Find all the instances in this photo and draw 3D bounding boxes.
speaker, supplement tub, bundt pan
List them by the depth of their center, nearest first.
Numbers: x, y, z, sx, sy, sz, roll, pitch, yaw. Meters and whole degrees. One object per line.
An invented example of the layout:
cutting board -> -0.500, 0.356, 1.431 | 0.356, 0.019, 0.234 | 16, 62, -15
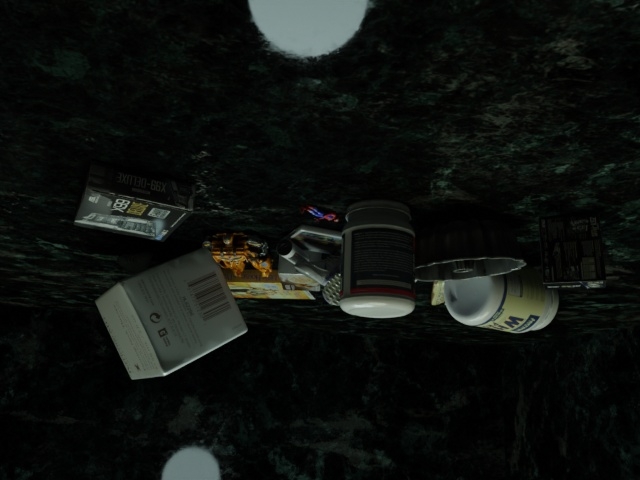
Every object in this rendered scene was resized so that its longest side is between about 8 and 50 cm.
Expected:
supplement tub -> 0.146, 0.050, 1.427 | 0.191, 0.272, 0.191 | 3, 163, 1
bundt pan -> 0.383, 0.025, 1.529 | 0.330, 0.124, 0.331 | -4, 166, -1
speaker -> -0.084, 0.040, 1.728 | 0.055, 0.055, 0.136 | -4, 161, 21
supplement tub -> 0.595, 0.177, 1.832 | 0.324, 0.236, 0.235 | 13, 160, -30

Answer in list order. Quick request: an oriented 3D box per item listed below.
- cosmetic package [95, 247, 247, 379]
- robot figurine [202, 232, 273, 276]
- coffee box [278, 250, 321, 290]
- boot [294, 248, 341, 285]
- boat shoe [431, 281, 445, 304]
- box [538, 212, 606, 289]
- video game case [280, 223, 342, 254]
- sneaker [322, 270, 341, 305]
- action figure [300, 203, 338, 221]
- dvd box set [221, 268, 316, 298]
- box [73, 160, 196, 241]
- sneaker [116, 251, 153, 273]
cosmetic package -> -0.521, 0.255, 1.924 | 0.327, 0.330, 0.393 | -26, 180, -35
robot figurine -> -0.257, 0.047, 1.803 | 0.211, 0.085, 0.291 | -1, 163, 11
coffee box -> -0.066, 0.100, 1.921 | 0.141, 0.098, 0.246 | 3, 163, 0
boot -> 0.019, 0.075, 1.730 | 0.095, 0.123, 0.258 | 27, 176, 32
boat shoe -> 0.462, 0.182, 2.093 | 0.089, 0.105, 0.285 | 2, 163, 11
box -> 0.647, 0.031, 1.440 | 0.147, 0.180, 0.077 | -6, 160, 23
video game case -> 0.000, 0.000, 1.716 | 0.201, 0.023, 0.183 | 11, 161, -21
sneaker -> 0.136, 0.108, 1.728 | 0.293, 0.102, 0.146 | -33, 176, -8
action figure -> 0.003, -0.069, 1.484 | 0.115, 0.030, 0.038 | 13, 156, -35
dvd box set -> -0.245, 0.180, 2.274 | 0.420, 0.062, 0.308 | 0, 163, 8
box -> -0.476, -0.088, 1.409 | 0.242, 0.077, 0.307 | 12, 161, -27
sneaker -> -0.669, 0.074, 1.990 | 0.094, 0.080, 0.212 | 29, 152, -29
